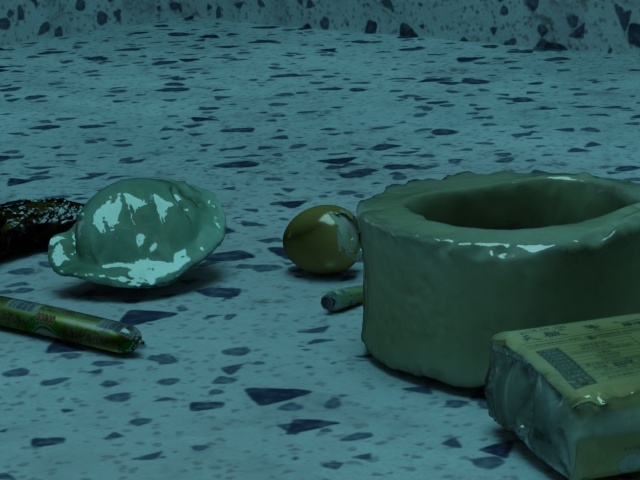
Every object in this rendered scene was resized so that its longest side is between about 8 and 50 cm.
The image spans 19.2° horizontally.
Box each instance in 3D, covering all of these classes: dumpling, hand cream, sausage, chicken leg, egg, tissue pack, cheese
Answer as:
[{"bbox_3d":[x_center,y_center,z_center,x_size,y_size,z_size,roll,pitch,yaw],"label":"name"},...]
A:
[{"bbox_3d":[-0.202,0.006,2.142,0.219,0.153,0.108,-25,-21,-25],"label":"dumpling"},{"bbox_3d":[0.036,0.059,2.022,0.035,0.022,0.102,7,11,34],"label":"hand cream"},{"bbox_3d":[-0.276,0.083,1.937,0.269,0.033,0.033,9,18,39],"label":"sausage"},{"bbox_3d":[-0.372,-0.015,2.293,0.105,0.063,0.234,17,22,41],"label":"chicken leg"},{"bbox_3d":[0.000,0.000,2.142,0.096,0.080,0.080,-9,9,28],"label":"egg"},{"bbox_3d":[0.265,0.125,1.567,0.222,0.090,0.186,-8,17,-18],"label":"tissue pack"},{"bbox_3d":[0.204,0.031,1.834,0.332,0.153,0.292,-14,18,-35],"label":"cheese"}]
